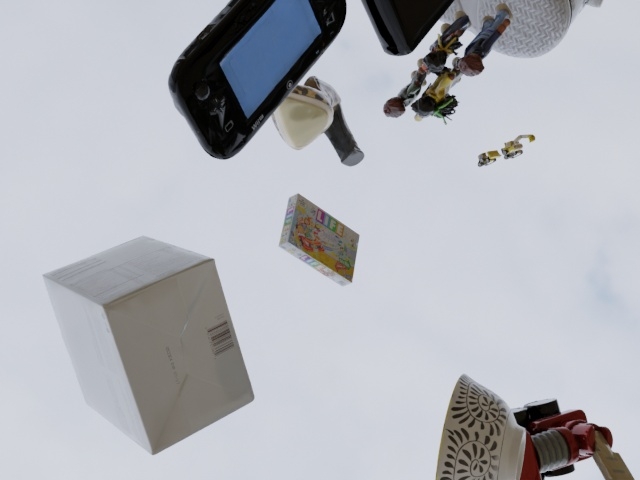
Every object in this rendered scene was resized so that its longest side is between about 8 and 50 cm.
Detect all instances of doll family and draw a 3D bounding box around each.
[{"bbox_3d":[0.138,-0.188,1.044,0.076,0.193,0.111,36,-133,3],"label":"doll family"}]

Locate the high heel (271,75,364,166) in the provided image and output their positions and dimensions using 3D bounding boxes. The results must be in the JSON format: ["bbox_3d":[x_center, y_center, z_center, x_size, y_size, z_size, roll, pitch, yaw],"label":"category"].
[{"bbox_3d":[-0.037,-0.231,1.504,0.261,0.093,0.186,30,-152,-55],"label":"high heel"}]

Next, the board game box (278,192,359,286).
[{"bbox_3d":[0.000,0.000,1.646,0.154,0.026,0.103,33,-129,-31],"label":"board game box"}]

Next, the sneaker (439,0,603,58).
[{"bbox_3d":[0.201,-0.377,1.248,0.366,0.137,0.210,38,-138,20],"label":"sneaker"}]

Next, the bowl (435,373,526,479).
[{"bbox_3d":[0.185,0.241,1.067,0.080,0.170,0.170,9,-130,19],"label":"bowl"}]

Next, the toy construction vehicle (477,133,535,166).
[{"bbox_3d":[0.369,-0.183,1.891,0.086,0.098,0.035,-13,-99,-38],"label":"toy construction vehicle"}]

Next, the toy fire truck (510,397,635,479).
[{"bbox_3d":[0.345,0.330,1.400,0.217,0.246,0.158,-10,-96,-25],"label":"toy fire truck"}]

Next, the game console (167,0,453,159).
[{"bbox_3d":[0.005,-0.211,0.824,0.044,0.213,0.361,16,-120,42],"label":"game console"}]

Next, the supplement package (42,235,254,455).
[{"bbox_3d":[-0.212,0.118,1.163,0.149,0.194,0.203,-24,-158,-29],"label":"supplement package"}]
